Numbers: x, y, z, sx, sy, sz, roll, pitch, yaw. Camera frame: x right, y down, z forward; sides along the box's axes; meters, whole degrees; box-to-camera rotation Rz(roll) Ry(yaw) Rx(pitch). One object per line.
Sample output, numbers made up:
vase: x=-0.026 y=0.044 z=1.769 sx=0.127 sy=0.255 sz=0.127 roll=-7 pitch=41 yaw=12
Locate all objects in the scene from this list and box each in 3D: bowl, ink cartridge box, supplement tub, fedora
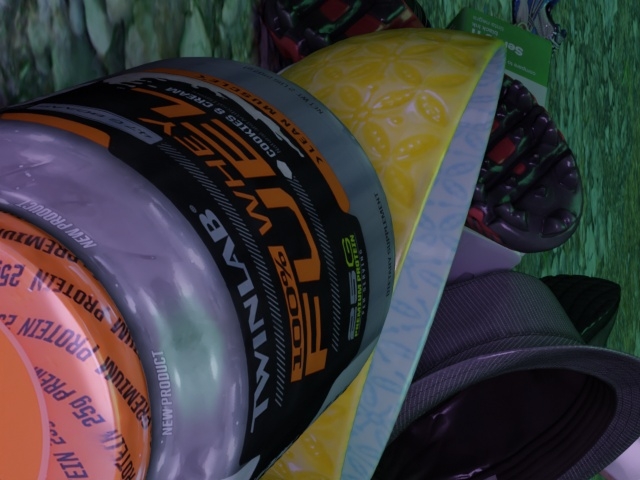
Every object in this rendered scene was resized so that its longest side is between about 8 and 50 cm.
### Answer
bowl: x=-0.013 y=0.001 z=1.092 sx=0.289 sy=0.156 sz=0.289 roll=18 pitch=90 yaw=-81
ink cartridge box: x=0.104 y=-0.055 z=1.536 sx=0.153 sy=0.087 sz=0.208 roll=-48 pitch=-155 yaw=51
supplement tub: x=-0.094 y=0.033 z=0.805 sx=0.316 sy=0.194 sz=0.193 roll=-38 pitch=125 yaw=-70
fedora: x=0.115 y=0.114 z=1.460 sx=0.244 sy=0.275 sz=0.124 roll=12 pitch=45 yaw=-35

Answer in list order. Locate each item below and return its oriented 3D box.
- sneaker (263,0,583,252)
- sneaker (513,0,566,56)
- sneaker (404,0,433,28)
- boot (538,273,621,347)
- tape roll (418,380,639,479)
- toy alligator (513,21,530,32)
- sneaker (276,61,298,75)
sneaker: x=0.071 y=-0.074 z=1.319 sx=0.098 sy=0.276 sz=0.135 roll=-37 pitch=152 yaw=-22
sneaker: x=0.248 y=-0.224 z=2.185 sx=0.052 sy=0.058 sz=0.135 roll=18 pitch=73 yaw=-72
sneaker: x=0.036 y=-0.161 z=1.493 sx=0.078 sy=0.067 sz=0.188 roll=64 pitch=24 yaw=-10
boot: x=0.244 y=0.193 z=2.108 sx=0.338 sy=0.118 sz=0.222 roll=-46 pitch=137 yaw=-52
tape roll: x=0.193 y=0.245 z=1.593 sx=0.100 sy=0.286 sz=0.286 roll=-5 pitch=94 yaw=-80
toy alligator: x=0.206 y=-0.136 z=2.064 sx=0.051 sy=0.056 sz=0.189 roll=176 pitch=-87 yaw=-65
sneaker: x=-0.001 y=0.000 z=1.312 sx=0.161 sy=0.102 sz=0.282 roll=-69 pitch=160 yaw=-67
